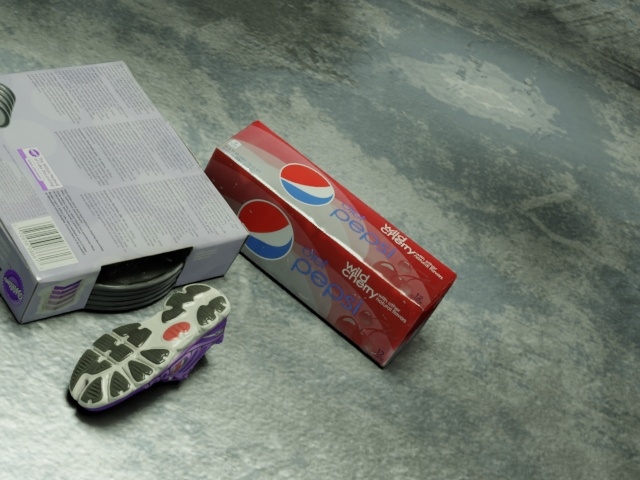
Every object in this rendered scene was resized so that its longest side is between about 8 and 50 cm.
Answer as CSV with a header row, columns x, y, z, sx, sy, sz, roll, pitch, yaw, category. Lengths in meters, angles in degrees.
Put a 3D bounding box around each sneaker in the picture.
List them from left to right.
x,y,z,sx,sy,sz,roll,pitch,yaw,category
-0.143,0.107,1.375,0.170,0.071,0.068,-31,48,-33,sneaker

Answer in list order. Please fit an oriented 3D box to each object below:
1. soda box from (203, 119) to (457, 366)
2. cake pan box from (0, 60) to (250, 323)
x,y,z,sx,sy,sz,roll,pitch,yaw,category
0.000,0.000,1.558,0.263,0.092,0.083,38,38,9,soda box
-0.230,-0.053,1.484,0.245,0.070,0.267,-16,58,-40,cake pan box
